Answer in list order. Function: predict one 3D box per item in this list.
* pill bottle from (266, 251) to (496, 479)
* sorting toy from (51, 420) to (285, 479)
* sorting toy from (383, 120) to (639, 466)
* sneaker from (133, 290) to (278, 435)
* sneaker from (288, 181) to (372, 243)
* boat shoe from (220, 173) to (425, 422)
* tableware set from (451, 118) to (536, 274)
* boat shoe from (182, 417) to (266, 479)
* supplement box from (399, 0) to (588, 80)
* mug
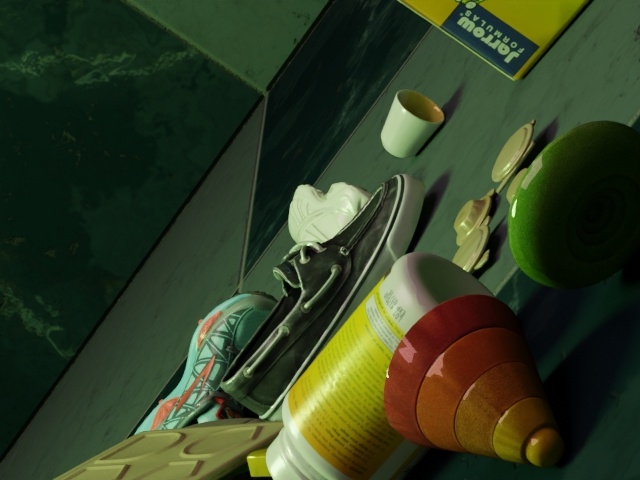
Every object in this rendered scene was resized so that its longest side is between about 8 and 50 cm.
[{"bbox_3d":[0.050,0.120,1.464,0.215,0.117,0.117,-51,12,23],"label":"pill bottle"},{"bbox_3d":[-0.114,0.210,1.665,0.307,0.041,0.229,-9,7,40],"label":"sorting toy"},{"bbox_3d":[0.198,0.018,1.257,0.365,0.127,0.126,-53,40,3],"label":"sorting toy"},{"bbox_3d":[-0.109,0.184,2.094,0.262,0.104,0.125,-60,28,4],"label":"sneaker"},{"bbox_3d":[0.000,0.000,2.108,0.115,0.090,0.232,-62,11,-12],"label":"sneaker"},{"bbox_3d":[0.000,0.046,1.924,0.301,0.102,0.108,-58,11,-5],"label":"boat shoe"},{"bbox_3d":[0.160,-0.032,1.682,0.141,0.020,0.169,-54,12,23],"label":"tableware set"},{"bbox_3d":[-0.170,0.298,1.810,0.132,0.130,0.355,1,27,45],"label":"boat shoe"},{"bbox_3d":[0.238,-0.377,1.870,0.356,0.195,0.194,-50,13,32],"label":"supplement box"},{"bbox_3d":[0.107,-0.129,2.126,0.064,0.078,0.062,-60,40,29],"label":"mug"}]
